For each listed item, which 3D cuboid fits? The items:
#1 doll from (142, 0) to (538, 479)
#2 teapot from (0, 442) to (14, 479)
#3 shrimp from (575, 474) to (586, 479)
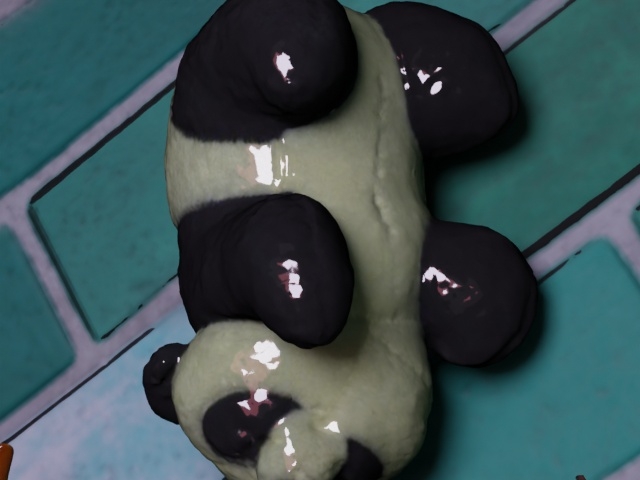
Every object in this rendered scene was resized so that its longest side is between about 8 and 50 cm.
[{"bbox_3d":[0.001,-0.001,0.807,0.135,0.144,0.234,-25,64,46],"label":"doll"},{"bbox_3d":[-0.183,0.154,0.875,0.173,0.116,0.116,-47,56,39],"label":"teapot"},{"bbox_3d":[0.114,0.145,0.734,0.233,0.079,0.090,21,124,33],"label":"shrimp"}]
